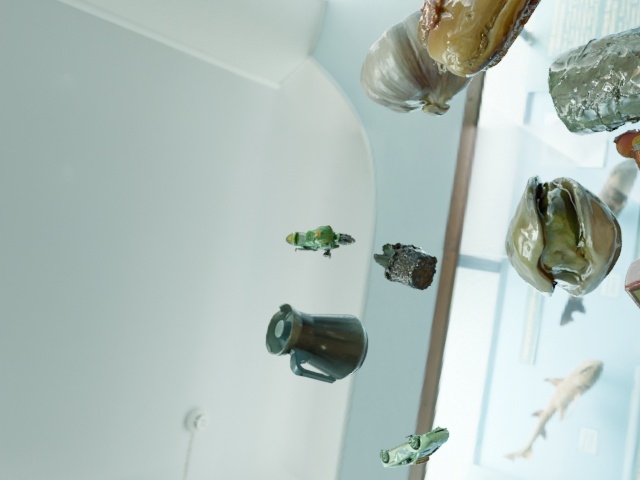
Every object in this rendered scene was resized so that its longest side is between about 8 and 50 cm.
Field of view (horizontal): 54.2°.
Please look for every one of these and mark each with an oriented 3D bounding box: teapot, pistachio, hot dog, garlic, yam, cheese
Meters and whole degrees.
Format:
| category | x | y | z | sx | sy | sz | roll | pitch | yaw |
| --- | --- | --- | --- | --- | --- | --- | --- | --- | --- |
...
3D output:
| category | x | y | z | sx | sy | sz | roll | pitch | yaw |
| --- | --- | --- | --- | --- | --- | --- | --- | --- | --- |
| teapot | -0.008 | 0.260 | 1.561 | 0.225 | 0.171 | 0.203 | 20 | -142 | -26 |
| pistachio | 0.375 | -0.011 | 0.979 | 0.288 | 0.166 | 0.197 | 50 | -145 | -68 |
| hot dog | 0.206 | -0.328 | 0.629 | 0.348 | 0.117 | 0.158 | -59 | 1 | 20 |
| garlic | 0.256 | -0.463 | 1.666 | 0.322 | 0.322 | 0.241 | 48 | -152 | -43 |
| yam | 0.653 | -0.341 | 1.357 | 0.202 | 0.271 | 0.201 | 25 | -113 | -28 |
| cheese | 0.589 | -0.085 | 1.067 | 0.037 | 0.106 | 0.256 | 43 | -151 | -67 |

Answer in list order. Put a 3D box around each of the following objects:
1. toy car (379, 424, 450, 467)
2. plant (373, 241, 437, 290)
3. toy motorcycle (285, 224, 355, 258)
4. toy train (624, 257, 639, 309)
| category | x | y | z | sx | sy | sz | roll | pitch | yaw |
| --- | --- | --- | --- | --- | --- | --- | --- | --- | --- |
| toy car | 0.196 | 0.436 | 1.299 | 0.093 | 0.186 | 0.058 | -1 | -120 | -36 |
| plant | 0.273 | 0.075 | 2.004 | 0.142 | 0.203 | 0.131 | 4 | -80 | -42 |
| toy motorcycle | 0.000 | 0.000 | 1.628 | 0.106 | 0.190 | 0.074 | 17 | -106 | -39 |
| toy train | 0.811 | 0.119 | 1.320 | 0.369 | 0.232 | 0.163 | 50 | -133 | -6 |
